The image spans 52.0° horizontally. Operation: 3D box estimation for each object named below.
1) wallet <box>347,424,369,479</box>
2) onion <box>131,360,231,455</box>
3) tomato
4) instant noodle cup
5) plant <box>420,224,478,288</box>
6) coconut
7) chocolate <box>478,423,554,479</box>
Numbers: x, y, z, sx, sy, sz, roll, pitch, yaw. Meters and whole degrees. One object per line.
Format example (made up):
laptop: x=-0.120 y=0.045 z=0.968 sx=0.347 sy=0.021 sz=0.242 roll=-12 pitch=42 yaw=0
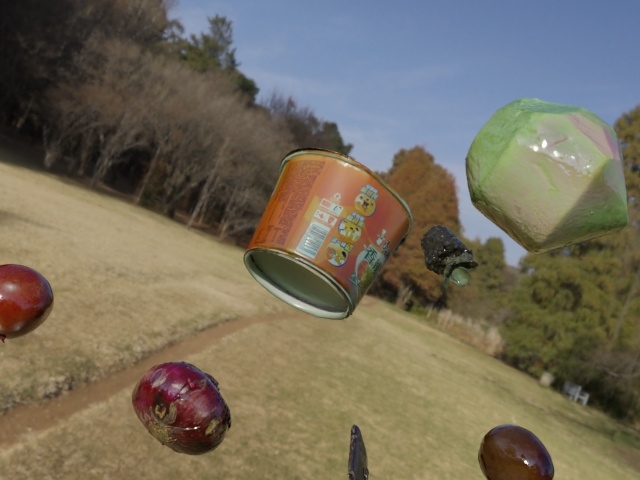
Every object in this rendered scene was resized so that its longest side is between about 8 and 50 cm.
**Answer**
wallet: x=0.103 y=0.597 z=1.739 sx=0.031 sy=0.122 sz=0.232 roll=-17 pitch=13 yaw=8
onion: x=-0.322 y=0.392 z=1.551 sx=0.246 sy=0.190 sz=0.246 roll=27 pitch=-36 yaw=22
tomato: x=-0.634 y=0.123 z=1.355 sx=0.167 sy=0.167 sz=0.167 roll=22 pitch=-3 yaw=1
instant noodle cup: x=0.000 y=0.000 z=1.244 sx=0.296 sy=0.214 sz=0.296 roll=24 pitch=-26 yaw=13
plant: x=0.395 y=0.051 z=2.024 sx=0.131 sy=0.142 sz=0.203 roll=36 pitch=26 yaw=-33
coconut: x=0.320 y=-0.088 z=0.909 sx=0.236 sy=0.204 sz=0.236 roll=39 pitch=-11 yaw=9
chocolate: x=0.440 y=0.490 z=1.450 sx=0.176 sy=0.177 sz=0.177 roll=22 pitch=-3 yaw=1
